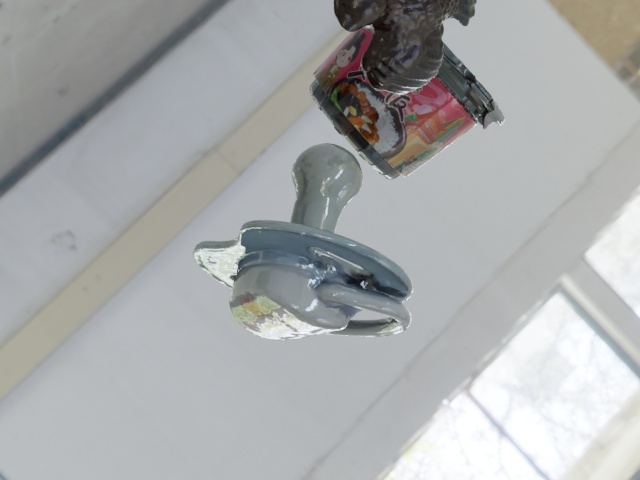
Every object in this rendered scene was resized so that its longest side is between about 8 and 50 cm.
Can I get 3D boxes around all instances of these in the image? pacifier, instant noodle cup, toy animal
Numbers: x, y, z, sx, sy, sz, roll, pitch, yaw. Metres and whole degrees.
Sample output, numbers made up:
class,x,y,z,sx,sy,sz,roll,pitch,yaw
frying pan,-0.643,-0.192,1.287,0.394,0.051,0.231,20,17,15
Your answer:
class,x,y,z,sx,sy,sz,roll,pitch,yaw
pacifier,0.000,0.000,1.236,0.287,0.238,0.226,-20,-128,63
instant noodle cup,0.104,-0.202,1.533,0.181,0.258,0.302,-42,-160,9
toy animal,0.086,-0.251,1.140,0.179,0.116,0.218,-40,132,-64
